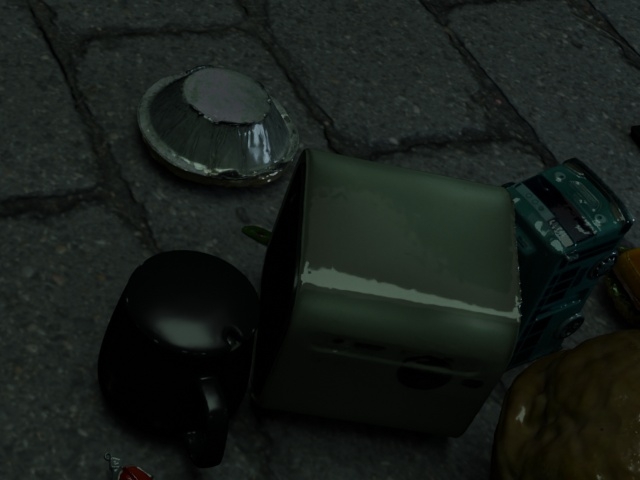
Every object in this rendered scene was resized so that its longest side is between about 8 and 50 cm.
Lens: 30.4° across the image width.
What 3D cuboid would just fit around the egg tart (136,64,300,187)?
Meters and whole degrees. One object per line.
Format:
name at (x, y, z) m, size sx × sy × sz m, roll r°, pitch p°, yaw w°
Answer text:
egg tart at (-0.138, -0.169, 1.623) m, size 0.234 × 0.094 × 0.234 m, roll 10°, pitch 43°, yaw -9°

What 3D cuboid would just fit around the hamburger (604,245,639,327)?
hamburger at (0.466, 0.062, 1.609) m, size 0.166 × 0.087 × 0.137 m, roll -2°, pitch 47°, yaw -23°

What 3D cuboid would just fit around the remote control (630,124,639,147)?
remote control at (0.619, -0.174, 1.936) m, size 0.245 × 0.025 × 0.063 m, roll -6°, pitch 49°, yaw -23°

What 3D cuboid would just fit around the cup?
cup at (-0.141, 0.130, 1.272) m, size 0.169 × 0.176 × 0.223 m, roll -5°, pitch 48°, yaw -27°

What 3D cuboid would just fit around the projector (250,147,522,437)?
projector at (0.069, 0.064, 1.346) m, size 0.249 × 0.248 × 0.248 m, roll 11°, pitch 51°, yaw -10°

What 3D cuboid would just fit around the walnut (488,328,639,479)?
walnut at (0.315, 0.250, 1.228) m, size 0.306 × 0.306 × 0.344 m, roll 21°, pitch 37°, yaw 1°

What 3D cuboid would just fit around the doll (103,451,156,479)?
doll at (-0.187, 0.264, 1.224) m, size 0.057 × 0.039 × 0.114 m, roll -40°, pitch 75°, yaw -12°

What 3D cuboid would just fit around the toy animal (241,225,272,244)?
toy animal at (0.005, 0.014, 1.525) m, size 0.217 × 0.075 × 0.041 m, roll 1°, pitch 36°, yaw 23°

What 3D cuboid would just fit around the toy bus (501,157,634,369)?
toy bus at (0.263, 0.035, 1.447) m, size 0.147 × 0.256 × 0.128 m, roll -19°, pitch 56°, yaw -29°
